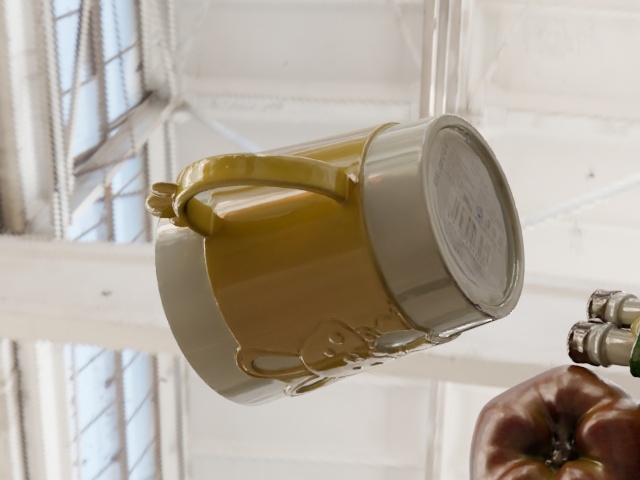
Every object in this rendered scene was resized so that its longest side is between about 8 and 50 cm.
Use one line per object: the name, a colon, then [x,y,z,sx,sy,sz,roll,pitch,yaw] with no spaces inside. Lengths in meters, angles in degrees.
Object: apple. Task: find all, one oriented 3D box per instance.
apple: [0.321,0.308,1.530,0.288,0.288,0.317,-13,-33,15]

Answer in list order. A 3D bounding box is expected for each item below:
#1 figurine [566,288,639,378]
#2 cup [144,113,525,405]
figurine: [0.470,0.147,1.411,0.370,0.281,0.167,18,-30,40]
cup: [0.000,0.000,0.849,0.226,0.185,0.241,-16,-30,31]
